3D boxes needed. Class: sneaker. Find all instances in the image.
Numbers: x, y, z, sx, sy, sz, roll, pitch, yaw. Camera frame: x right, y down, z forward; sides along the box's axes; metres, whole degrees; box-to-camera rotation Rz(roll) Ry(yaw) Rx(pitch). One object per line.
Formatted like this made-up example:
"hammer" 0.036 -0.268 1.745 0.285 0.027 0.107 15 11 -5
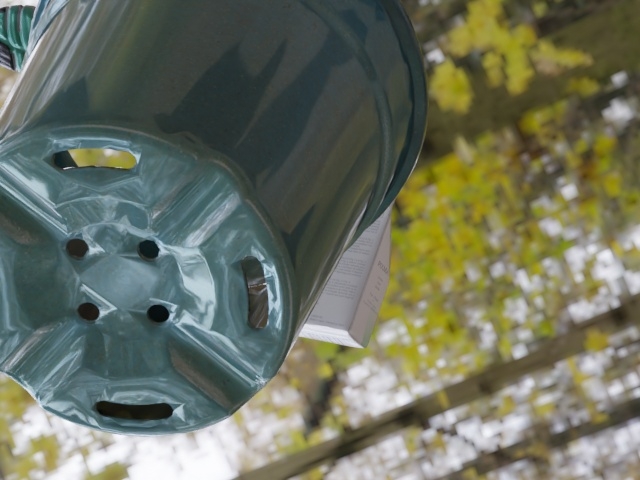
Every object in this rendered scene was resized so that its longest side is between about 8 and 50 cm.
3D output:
"sneaker" -0.303 -0.246 2.254 0.098 0.223 0.083 -32 -54 -66

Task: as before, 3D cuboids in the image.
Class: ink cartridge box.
"ink cartridge box" 0.000 0.000 2.104 0.056 0.181 0.225 49 -124 -54

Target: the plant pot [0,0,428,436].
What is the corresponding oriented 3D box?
"plant pot" -0.110 -0.048 1.393 0.341 0.341 0.334 55 -154 -18
